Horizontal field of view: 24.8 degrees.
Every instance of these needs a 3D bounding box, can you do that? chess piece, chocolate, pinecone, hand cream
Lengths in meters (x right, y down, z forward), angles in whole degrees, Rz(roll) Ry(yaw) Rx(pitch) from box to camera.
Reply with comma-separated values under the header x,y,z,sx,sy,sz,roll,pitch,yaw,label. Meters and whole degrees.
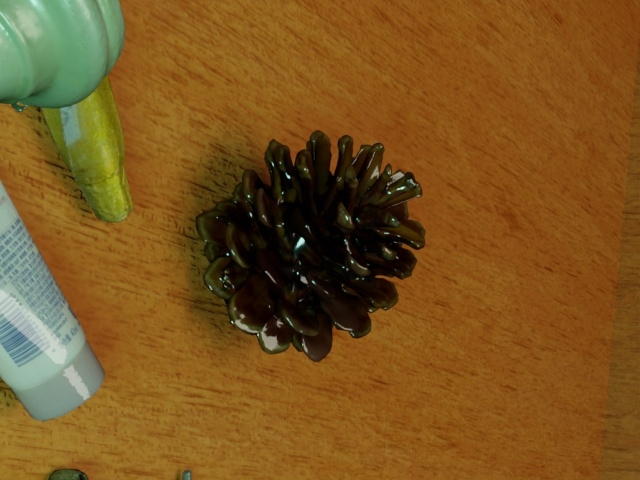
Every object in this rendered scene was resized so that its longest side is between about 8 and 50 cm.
x,y,z,sx,sy,sz,roll,pitch,yaw,label
-0.317,-0.132,1.166,0.299,0.195,0.194,-48,132,-36,chess piece
-0.226,-0.115,1.410,0.085,0.086,0.219,-54,137,-45,chocolate
-0.002,-0.010,1.643,0.264,0.264,0.264,-5,95,-60,pinecone
-0.290,0.047,1.320,0.133,0.083,0.247,-52,123,-47,hand cream

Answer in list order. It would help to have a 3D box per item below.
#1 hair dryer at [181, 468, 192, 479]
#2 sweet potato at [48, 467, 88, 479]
x,y,z,sx,sy,sz,roll,pitch,yaw,label
-0.163,0.338,1.584,0.155,0.044,0.183,-1,87,-61,hair dryer
-0.225,0.365,1.443,0.112,0.085,0.285,-109,180,-77,sweet potato
